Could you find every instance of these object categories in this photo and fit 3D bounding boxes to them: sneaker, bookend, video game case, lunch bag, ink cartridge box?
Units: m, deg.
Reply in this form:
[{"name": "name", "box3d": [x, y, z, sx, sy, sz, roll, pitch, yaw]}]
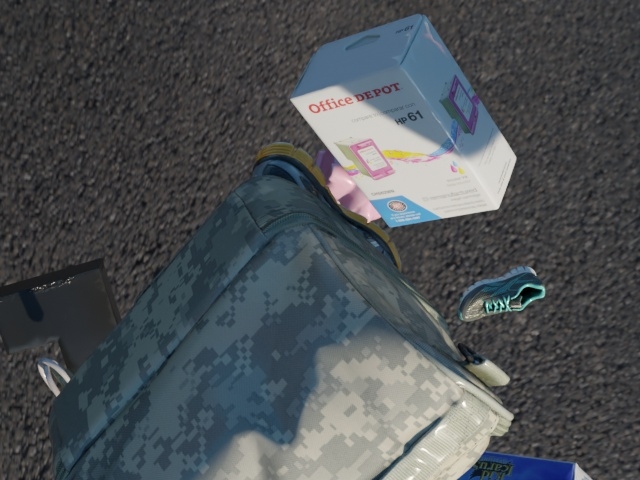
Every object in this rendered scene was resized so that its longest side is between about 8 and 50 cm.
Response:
[{"name": "sneaker", "box3d": [0.321, 0.100, 1.613, 0.166, 0.076, 0.065, -26, 117, -11]}, {"name": "bookend", "box3d": [-0.339, 0.123, 1.200, 0.156, 0.072, 0.157, -17, 102, -7]}, {"name": "video game case", "box3d": [0.305, 0.395, 1.504, 0.269, 0.244, 0.061, 1, 70, 28]}, {"name": "lunch bag", "box3d": [-0.034, 0.144, 0.656, 0.305, 0.256, 0.212, -47, 120, 4]}, {"name": "ink cartridge box", "box3d": [0.053, -0.071, 0.578, 0.122, 0.088, 0.052, 50, 49, -30]}, {"name": "sneaker", "box3d": [0.000, 0.000, 0.947, 0.215, 0.084, 0.083, 44, 39, -18]}]

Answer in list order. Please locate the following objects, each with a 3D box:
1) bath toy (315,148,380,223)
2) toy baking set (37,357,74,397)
[{"name": "bath toy", "box3d": [0.069, -0.092, 1.360, 0.129, 0.348, 0.151, 10, 65, -23]}, {"name": "toy baking set", "box3d": [-0.222, 0.202, 0.920, 0.030, 0.256, 0.196, -37, 90, -19]}]
